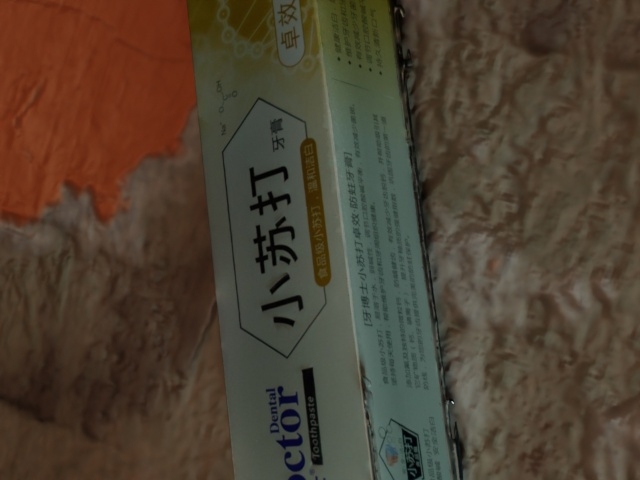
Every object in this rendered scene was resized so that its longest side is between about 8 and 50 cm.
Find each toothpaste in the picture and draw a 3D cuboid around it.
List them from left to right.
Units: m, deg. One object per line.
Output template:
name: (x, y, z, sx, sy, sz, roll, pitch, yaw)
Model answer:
toothpaste: (0.000, 0.000, 0.830, 0.089, 0.071, 0.312, -17, 71, 34)
